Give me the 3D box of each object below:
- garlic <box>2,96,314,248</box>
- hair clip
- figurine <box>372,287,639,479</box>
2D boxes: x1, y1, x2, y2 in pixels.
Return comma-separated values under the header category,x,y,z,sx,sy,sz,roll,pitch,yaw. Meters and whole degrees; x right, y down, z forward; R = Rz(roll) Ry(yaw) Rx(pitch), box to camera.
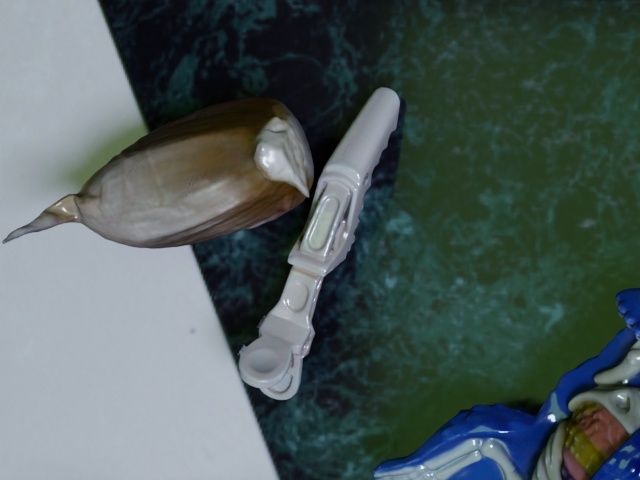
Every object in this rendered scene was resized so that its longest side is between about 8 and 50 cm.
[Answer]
category,x,y,z,sx,sy,sz,roll,pitch,yaw
garlic,-0.098,-0.038,0.880,0.198,0.128,0.090,-11,98,13
hair clip,0.000,0.000,0.877,0.034,0.072,0.226,22,91,15
figurine,0.166,0.151,0.797,0.262,0.121,0.164,-41,67,28
